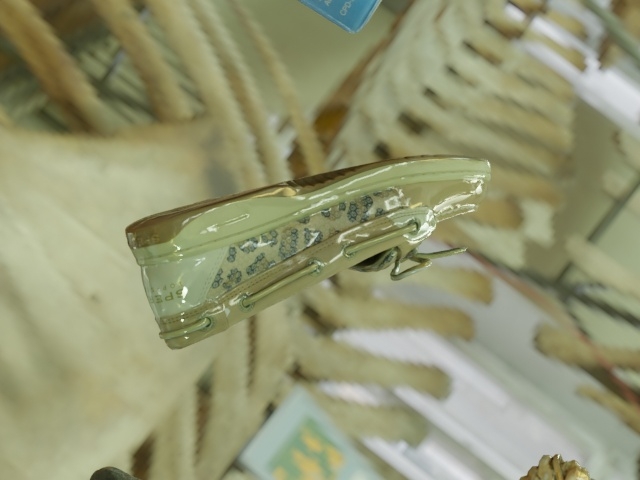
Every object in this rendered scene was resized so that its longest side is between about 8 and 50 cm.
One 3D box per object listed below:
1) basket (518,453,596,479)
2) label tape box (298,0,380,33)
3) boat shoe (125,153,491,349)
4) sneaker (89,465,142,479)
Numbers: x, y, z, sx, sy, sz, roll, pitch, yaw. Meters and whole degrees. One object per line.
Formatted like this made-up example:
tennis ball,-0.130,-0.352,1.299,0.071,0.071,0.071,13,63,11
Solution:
basket,0.086,0.289,0.961,0.299,0.213,0.223,-35,152,5
label tape box,-0.050,-0.358,1.449,0.249,0.347,0.115,-57,180,30
boat shoe,0.000,0.000,1.300,0.285,0.089,0.104,-14,-178,-31
sneaker,-0.080,0.244,1.576,0.106,0.234,0.078,-51,-175,13
